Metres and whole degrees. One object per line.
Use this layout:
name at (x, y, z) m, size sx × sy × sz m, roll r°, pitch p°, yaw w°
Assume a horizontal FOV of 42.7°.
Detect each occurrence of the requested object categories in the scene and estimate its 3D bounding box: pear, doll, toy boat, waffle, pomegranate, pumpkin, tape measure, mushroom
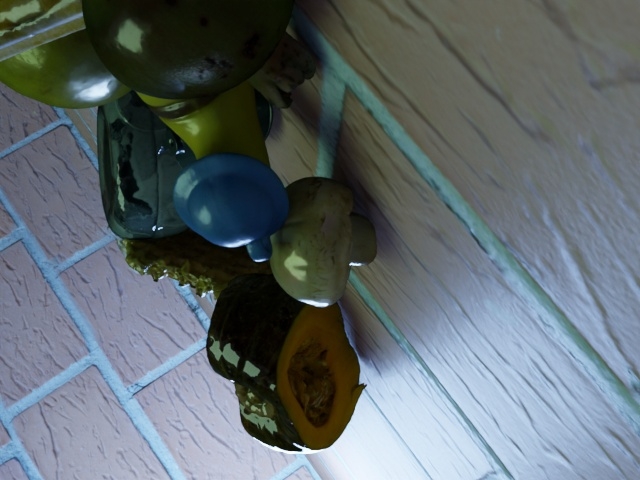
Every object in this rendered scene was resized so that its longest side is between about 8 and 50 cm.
pear at (-0.325, -0.287, 1.043) m, size 0.252 × 0.253 × 0.307 m, roll 59°, pitch 162°, yaw -7°
doll at (-0.113, -0.149, 0.838) m, size 0.199 × 0.145 × 0.362 m, roll 3°, pitch -115°, yaw -67°
toy boat at (-0.119, -0.146, 1.027) m, size 0.246 × 0.103 × 0.092 m, roll -8°, pitch 101°, yaw 59°
waffle at (-0.201, 0.033, 1.383) m, size 0.291 × 0.291 × 0.051 m, roll 40°, pitch 124°, yaw 48°
pomegranate at (-0.103, -0.192, 0.692) m, size 0.179 × 0.179 × 0.210 m, roll 49°, pitch 171°, yaw 26°
pumpkin at (-0.042, 0.175, 1.248) m, size 0.139 × 0.221 × 0.317 m, roll 9°, pitch 138°, yaw 34°
tape measure at (-0.277, -0.139, 1.321) m, size 0.256 × 0.147 × 0.274 m, roll -159°, pitch 65°, yaw -68°
mushroom at (0.000, 0.000, 0.872) m, size 0.148 × 0.112 × 0.147 m, roll 178°, pitch 90°, yaw -83°

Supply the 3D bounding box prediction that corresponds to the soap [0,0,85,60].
soap at (-0.317, -0.303, 0.790) m, size 0.143 × 0.281 × 0.259 m, roll -8°, pitch -91°, yaw -64°

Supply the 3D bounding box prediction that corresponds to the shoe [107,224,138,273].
shoe at (-0.335, 0.006, 1.806) m, size 0.351 × 0.198 × 0.171 m, roll 33°, pitch 154°, yaw 60°
